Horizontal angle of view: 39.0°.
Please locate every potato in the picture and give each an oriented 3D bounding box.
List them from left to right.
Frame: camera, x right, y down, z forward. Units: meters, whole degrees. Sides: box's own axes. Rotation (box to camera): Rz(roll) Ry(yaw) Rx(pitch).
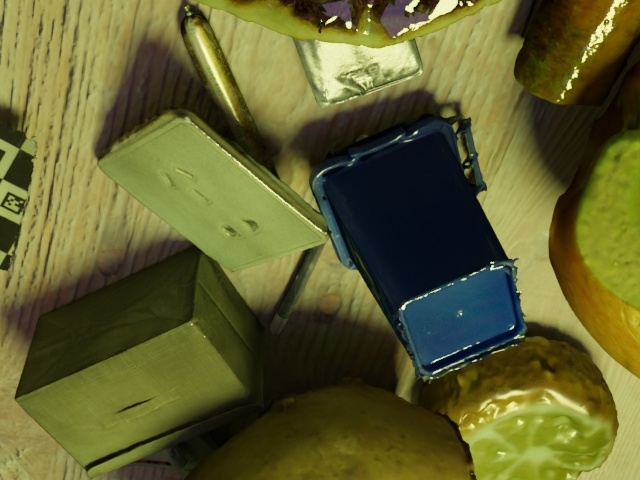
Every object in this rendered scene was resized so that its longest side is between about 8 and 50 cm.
[{"bbox_3d":[-0.039,0.353,1.042,0.319,0.385,0.442,12,122,-15],"label":"potato"}]

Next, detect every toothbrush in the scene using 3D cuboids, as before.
[{"bbox_3d":[0.000,0.000,1.032,0.026,0.024,0.288,10,124,-27],"label":"toothbrush"}]

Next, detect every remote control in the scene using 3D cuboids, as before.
[{"bbox_3d":[-0.254,0.271,1.168,0.166,0.029,0.065,-2,129,27],"label":"remote control"}]

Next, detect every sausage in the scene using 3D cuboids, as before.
[{"bbox_3d":[-0.084,-0.120,0.936,0.032,0.033,0.269,-18,124,9],"label":"sausage"}]

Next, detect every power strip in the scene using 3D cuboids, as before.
[{"bbox_3d":[-0.107,-0.061,0.938,0.213,0.065,0.198,41,149,-24],"label":"power strip"}]

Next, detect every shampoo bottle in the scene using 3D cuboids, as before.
[{"bbox_3d":[-0.160,0.301,1.210,0.072,0.049,0.212,-18,124,17],"label":"shampoo bottle"}]

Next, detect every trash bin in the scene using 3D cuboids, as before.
[{"bbox_3d":[0.110,0.000,0.897,0.184,0.235,0.163,-23,132,0],"label":"trash bin"}]

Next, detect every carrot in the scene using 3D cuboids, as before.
[{"bbox_3d":[0.279,-0.268,0.810,0.114,0.114,0.302,13,125,-12],"label":"carrot"}]

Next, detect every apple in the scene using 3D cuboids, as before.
[{"bbox_3d":[0.391,-0.027,0.808,0.374,0.374,0.384,-4,139,0],"label":"apple"}]

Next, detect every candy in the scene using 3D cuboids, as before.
[{"bbox_3d":[0.248,0.237,1.153,0.259,0.118,0.260,-2,127,-2],"label":"candy"}]

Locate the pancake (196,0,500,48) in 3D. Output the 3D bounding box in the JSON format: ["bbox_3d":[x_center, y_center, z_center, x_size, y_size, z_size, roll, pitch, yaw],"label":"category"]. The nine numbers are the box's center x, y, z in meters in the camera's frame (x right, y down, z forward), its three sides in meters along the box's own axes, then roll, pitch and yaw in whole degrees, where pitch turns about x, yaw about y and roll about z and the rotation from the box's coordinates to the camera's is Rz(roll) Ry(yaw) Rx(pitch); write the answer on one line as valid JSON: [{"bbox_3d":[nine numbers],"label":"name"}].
[{"bbox_3d":[0.020,-0.314,0.767,0.426,0.067,0.305,-17,101,9],"label":"pancake"}]

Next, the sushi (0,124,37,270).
[{"bbox_3d":[-0.439,-0.084,0.933,0.279,0.043,0.193,15,122,-13],"label":"sushi"}]

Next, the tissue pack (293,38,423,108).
[{"bbox_3d":[0.025,-0.216,0.866,0.112,0.051,0.156,-18,123,7],"label":"tissue pack"}]

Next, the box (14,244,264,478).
[{"bbox_3d":[-0.200,0.140,1.035,0.231,0.155,0.149,-24,122,14],"label":"box"}]
